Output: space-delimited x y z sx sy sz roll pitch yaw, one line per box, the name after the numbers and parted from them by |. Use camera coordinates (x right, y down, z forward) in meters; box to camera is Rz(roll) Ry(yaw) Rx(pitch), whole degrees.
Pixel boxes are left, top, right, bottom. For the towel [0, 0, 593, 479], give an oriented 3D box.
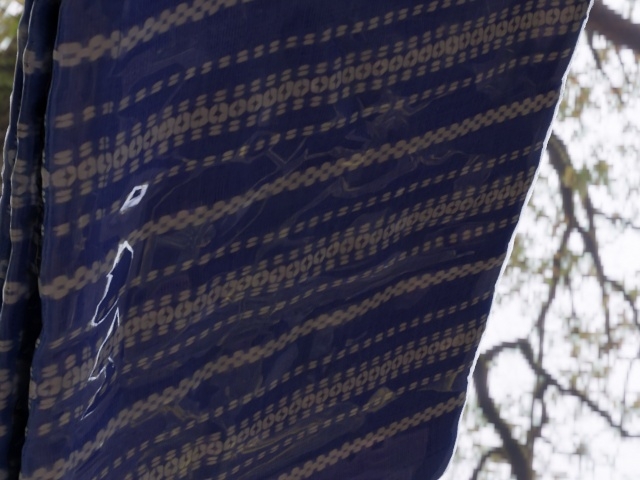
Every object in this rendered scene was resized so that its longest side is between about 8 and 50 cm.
0.000 0.000 0.499 0.040 0.243 0.336 39 -48 31 | towel
